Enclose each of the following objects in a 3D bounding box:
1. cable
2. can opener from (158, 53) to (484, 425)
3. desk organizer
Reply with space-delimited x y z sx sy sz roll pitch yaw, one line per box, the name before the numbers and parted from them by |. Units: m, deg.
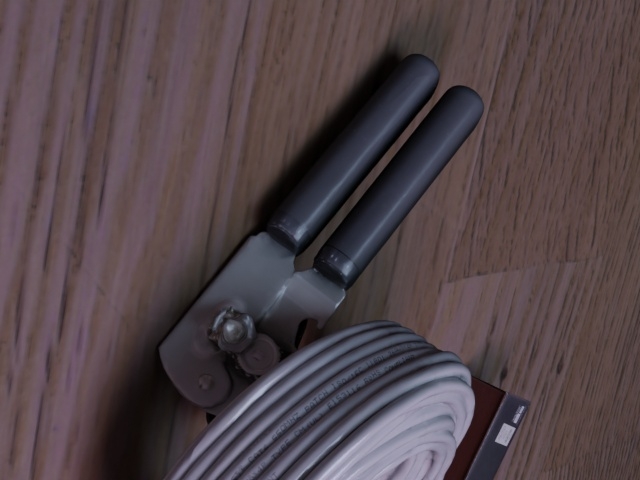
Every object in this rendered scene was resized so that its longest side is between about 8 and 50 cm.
cable | -0.008 0.158 0.767 0.257 0.089 0.257 -14 141 -52
can opener | 0.000 0.000 0.786 0.280 0.074 0.093 -52 174 -12
desk organizer | 0.120 0.181 1.020 0.047 0.050 0.130 27 89 -52
